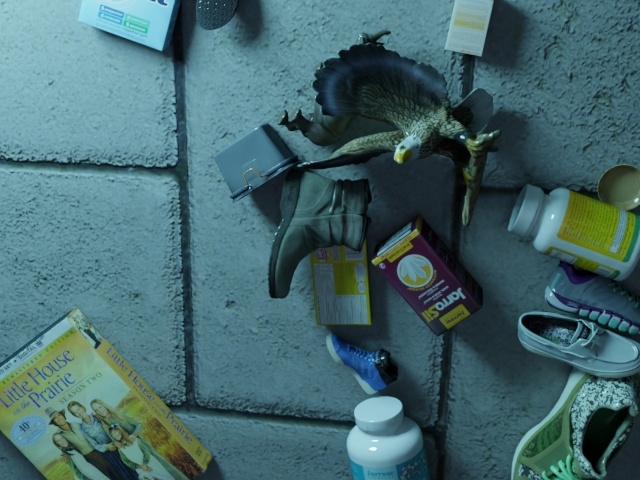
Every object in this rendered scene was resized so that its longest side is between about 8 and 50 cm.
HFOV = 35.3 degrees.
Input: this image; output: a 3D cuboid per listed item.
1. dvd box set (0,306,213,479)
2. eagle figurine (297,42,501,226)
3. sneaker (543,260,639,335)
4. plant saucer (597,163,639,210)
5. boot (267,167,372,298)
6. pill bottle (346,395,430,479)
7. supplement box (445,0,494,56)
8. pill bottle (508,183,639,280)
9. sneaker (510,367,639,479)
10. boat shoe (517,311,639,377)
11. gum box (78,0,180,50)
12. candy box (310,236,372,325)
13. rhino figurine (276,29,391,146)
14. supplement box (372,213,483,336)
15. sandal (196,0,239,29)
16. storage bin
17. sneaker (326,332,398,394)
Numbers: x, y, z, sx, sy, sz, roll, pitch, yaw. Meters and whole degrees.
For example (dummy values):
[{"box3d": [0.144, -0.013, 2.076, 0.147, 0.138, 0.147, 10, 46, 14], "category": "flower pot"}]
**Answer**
[{"box3d": [-0.466, 0.374, 2.035, 0.308, 0.062, 0.420, -35, 103, 20], "category": "dvd box set"}, {"box3d": [0.133, -0.178, 1.630, 0.298, 0.225, 0.226, 21, 91, 14], "category": "eagle figurine"}, {"box3d": [0.508, 0.095, 1.747, 0.224, 0.083, 0.098, 16, 108, 4], "category": "sneaker"}, {"box3d": [0.512, -0.091, 1.705, 0.084, 0.015, 0.083, 3, 113, 8], "category": "plant saucer"}, {"box3d": [0.000, 0.000, 1.766, 0.161, 0.083, 0.246, 12, 102, 3], "category": "boot"}, {"box3d": [0.131, 0.432, 1.909, 0.146, 0.146, 0.264, -8, 110, 13], "category": "pill bottle"}, {"box3d": [0.243, -0.354, 1.634, 0.062, 0.036, 0.098, 12, 113, 4], "category": "supplement box"}, {"box3d": [0.429, -0.019, 1.693, 0.209, 0.117, 0.117, 20, 114, 2], "category": "pill bottle"}, {"box3d": [0.459, 0.389, 1.816, 0.158, 0.182, 0.410, 20, 114, 1], "category": "sneaker"}, {"box3d": [0.450, 0.176, 1.749, 0.228, 0.079, 0.081, 13, 154, 26], "category": "boat shoe"}, {"box3d": [-0.311, -0.433, 1.695, 0.157, 0.041, 0.184, 20, 113, 2], "category": "gum box"}, {"box3d": [0.037, 0.059, 1.841, 0.105, 0.027, 0.205, 1, 111, 12], "category": "candy box"}, {"box3d": [0.039, -0.257, 1.685, 0.106, 0.073, 0.243, 28, 115, -28], "category": "rhino figurine"}, {"box3d": [0.191, 0.063, 1.786, 0.104, 0.081, 0.188, -37, 102, 21], "category": "supplement box"}, {"box3d": [-0.160, -0.436, 1.675, 0.067, 0.040, 0.179, 14, 99, -2], "category": "sandal"}, {"box3d": [-0.119, -0.138, 1.758, 0.135, 0.098, 0.091, -32, 93, 20], "category": "storage bin"}, {"box3d": [0.084, 0.216, 1.877, 0.085, 0.058, 0.152, -32, 107, 26], "category": "sneaker"}]
